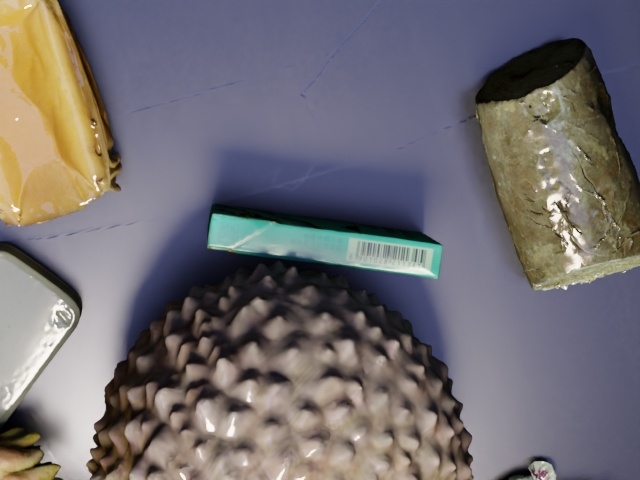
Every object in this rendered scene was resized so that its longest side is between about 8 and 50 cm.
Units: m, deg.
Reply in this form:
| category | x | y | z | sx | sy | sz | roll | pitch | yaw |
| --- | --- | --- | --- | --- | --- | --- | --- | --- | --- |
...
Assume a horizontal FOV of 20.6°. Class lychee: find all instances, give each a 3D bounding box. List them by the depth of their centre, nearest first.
| category | x | y | z | sx | sy | sz | roll | pitch | yaw |
| --- | --- | --- | --- | --- | --- | --- | --- | --- | --- |
| lychee | -0.046 | 0.219 | 1.671 | 0.380 | 0.432 | 0.380 | 9 | 115 | 20 |

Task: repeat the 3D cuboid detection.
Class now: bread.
| category | x | y | z | sx | sy | sz | roll | pitch | yaw |
| --- | --- | --- | --- | --- | --- | --- | --- | --- | --- |
| bread | -0.291 | -0.140 | 1.755 | 0.136 | 0.107 | 0.241 | -18 | 97 | 2 |

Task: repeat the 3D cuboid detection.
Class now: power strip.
| category | x | y | z | sx | sy | sz | roll | pitch | yaw |
| --- | --- | --- | --- | --- | --- | --- | --- | --- | --- |
| power strip | -0.389 | 0.115 | 1.803 | 0.193 | 0.059 | 0.265 | 37 | 94 | -11 |

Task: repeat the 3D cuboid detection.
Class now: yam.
| category | x | y | z | sx | sy | sz | roll | pitch | yaw |
| --- | --- | --- | --- | --- | --- | --- | --- | --- | --- |
| yam | 0.247 | -0.064 | 1.775 | 0.154 | 0.154 | 0.254 | -20 | 100 | 0 |

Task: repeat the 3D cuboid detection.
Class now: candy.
| category | x | y | z | sx | sy | sz | roll | pitch | yaw |
| --- | --- | --- | --- | --- | --- | --- | --- | --- | --- |
| candy | 0.177 | 0.293 | 1.864 | 0.175 | 0.043 | 0.045 | -35 | 99 | -2 |

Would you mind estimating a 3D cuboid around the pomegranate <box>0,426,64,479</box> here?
| category | x | y | z | sx | sy | sz | roll | pitch | yaw |
| --- | --- | --- | --- | --- | --- | --- | --- | --- | --- |
| pomegranate | -0.389 | 0.279 | 1.701 | 0.276 | 0.222 | 0.204 | 9 | 92 | -33 |

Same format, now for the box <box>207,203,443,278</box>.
| category | x | y | z | sx | sy | sz | roll | pitch | yaw |
| --- | --- | --- | --- | --- | --- | --- | --- | --- | --- |
| box | 0.000 | 0.000 | 1.758 | 0.226 | 0.161 | 0.042 | 8 | 93 | -4 |
